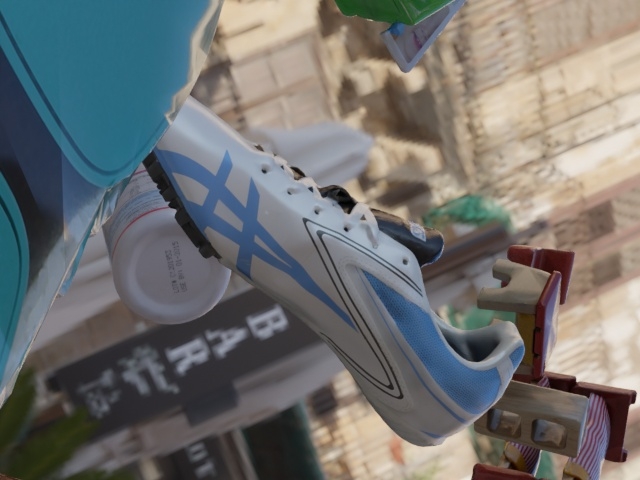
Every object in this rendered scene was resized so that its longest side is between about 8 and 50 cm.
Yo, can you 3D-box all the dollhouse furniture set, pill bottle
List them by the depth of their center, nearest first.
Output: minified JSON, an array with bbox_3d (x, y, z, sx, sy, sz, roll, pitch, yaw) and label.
[{"bbox_3d":[-0.120,-0.005,1.064,0.160,0.087,0.087,-121,-167,-67],"label":"pill bottle"},{"bbox_3d":[0.272,0.164,1.597,0.152,0.201,0.374,12,-51,18],"label":"dollhouse furniture set"}]

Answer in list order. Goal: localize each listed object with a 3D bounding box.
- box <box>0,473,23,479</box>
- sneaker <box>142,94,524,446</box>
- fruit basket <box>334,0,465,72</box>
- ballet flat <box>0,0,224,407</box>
[{"bbox_3d":[-0.303,0.419,1.251,0.143,0.191,0.381,13,-67,19],"label":"box"},{"bbox_3d":[0.000,0.000,0.675,0.237,0.086,0.085,43,5,-15],"label":"sneaker"},{"bbox_3d":[0.125,-0.394,1.377,0.165,0.353,0.327,26,-25,49],"label":"fruit basket"},{"bbox_3d":[-0.129,-0.028,0.375,0.409,0.147,0.147,-75,163,-44],"label":"ballet flat"}]
